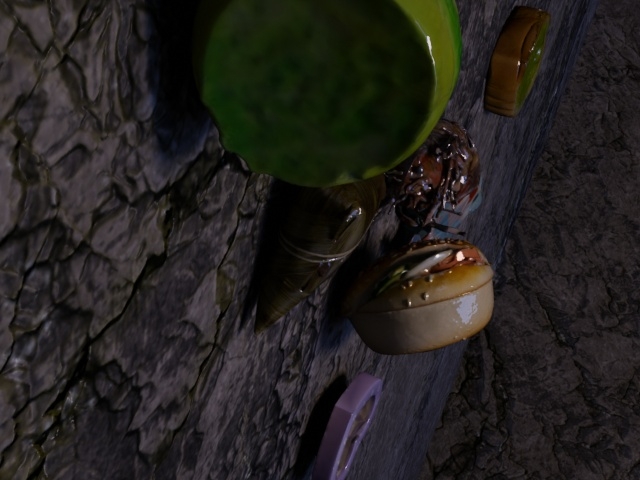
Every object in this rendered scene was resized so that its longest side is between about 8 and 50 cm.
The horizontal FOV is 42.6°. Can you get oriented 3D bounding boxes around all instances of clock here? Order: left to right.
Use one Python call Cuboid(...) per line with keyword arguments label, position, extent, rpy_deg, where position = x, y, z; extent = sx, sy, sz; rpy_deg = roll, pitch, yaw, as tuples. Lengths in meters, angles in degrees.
Cuboid(label="clock", position=(0.029, 0.286, 1.270), extent=(0.198, 0.064, 0.172), rpy_deg=(-62, 160, -25))

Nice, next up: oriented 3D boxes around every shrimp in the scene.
Cuboid(label="shrimp", position=(0.146, -0.078, 1.156), extent=(0.343, 0.116, 0.145), rpy_deg=(-40, 121, -53))

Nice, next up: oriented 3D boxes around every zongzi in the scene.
Cuboid(label="zongzi", position=(0.000, 0.000, 0.887), extent=(0.184, 0.084, 0.187), rpy_deg=(-62, 170, 21))

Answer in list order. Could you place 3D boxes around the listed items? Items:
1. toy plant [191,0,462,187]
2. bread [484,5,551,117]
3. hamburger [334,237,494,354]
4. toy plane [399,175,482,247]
Cuboid(label="toy plant", position=(0.023, -0.196, 0.644), extent=(0.316, 0.184, 0.224), rpy_deg=(-73, 176, -53))
Cuboid(label="bread", position=(0.403, -0.363, 1.679), extent=(0.236, 0.070, 0.236), rpy_deg=(-56, 159, -36))
Cuboid(label="hamburger", position=(0.140, 0.076, 1.144), extent=(0.237, 0.237, 0.147), rpy_deg=(-10, 83, -70))
Cuboid(label="toy plane", position=(0.204, -0.034, 1.393), extent=(0.326, 0.104, 0.223), rpy_deg=(-57, 159, -46))
